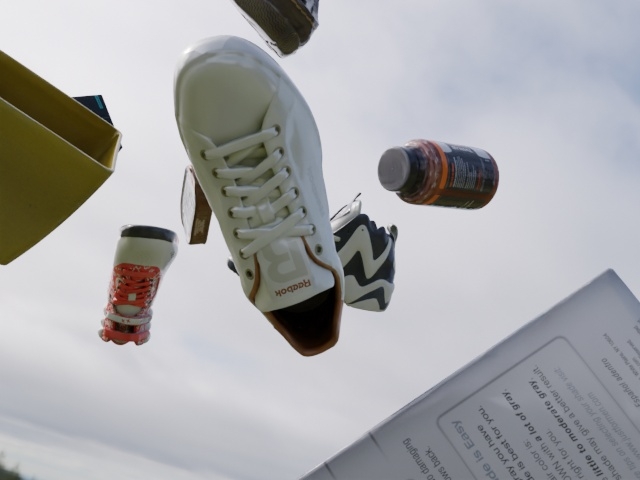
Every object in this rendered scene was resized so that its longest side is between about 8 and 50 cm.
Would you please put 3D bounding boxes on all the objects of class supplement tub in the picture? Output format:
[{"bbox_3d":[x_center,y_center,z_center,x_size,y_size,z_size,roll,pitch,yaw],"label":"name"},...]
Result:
[{"bbox_3d":[0.183,-0.104,1.472,0.198,0.106,0.106,3,-9,-41],"label":"supplement tub"}]

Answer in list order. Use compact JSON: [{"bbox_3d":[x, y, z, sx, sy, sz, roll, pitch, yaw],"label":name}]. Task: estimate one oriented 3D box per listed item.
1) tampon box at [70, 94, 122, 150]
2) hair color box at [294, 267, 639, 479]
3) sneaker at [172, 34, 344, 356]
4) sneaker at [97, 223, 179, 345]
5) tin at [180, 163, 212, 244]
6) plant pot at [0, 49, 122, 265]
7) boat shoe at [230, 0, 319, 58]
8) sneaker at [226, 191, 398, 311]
[{"bbox_3d":[-0.472,-0.188,1.727,0.161,0.120,0.101,-13,-15,-38],"label":"tampon box"},{"bbox_3d":[0.111,0.208,0.678,0.185,0.375,0.113,55,-4,21],"label":"hair color box"},{"bbox_3d":[-0.033,-0.024,0.756,0.106,0.123,0.290,-21,-52,1],"label":"sneaker"},{"bbox_3d":[-0.267,0.074,1.368,0.090,0.144,0.270,10,-18,-16],"label":"sneaker"},{"bbox_3d":[-0.234,-0.066,1.761,0.040,0.106,0.189,-10,-32,-21],"label":"tin"},{"bbox_3d":[-0.392,-0.098,1.160,0.212,0.187,0.212,35,10,-18],"label":"plant pot"},{"bbox_3d":[-0.050,-0.318,0.992,0.130,0.355,0.132,-36,-53,13],"label":"boat shoe"},{"bbox_3d":[0.000,0.000,1.264,0.235,0.153,0.094,13,8,-9],"label":"sneaker"}]
